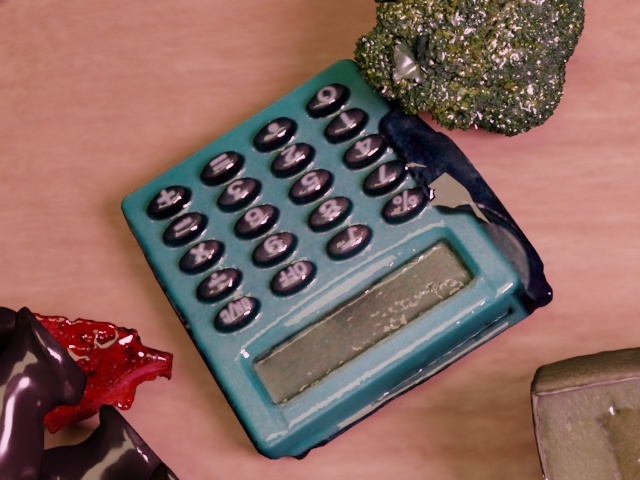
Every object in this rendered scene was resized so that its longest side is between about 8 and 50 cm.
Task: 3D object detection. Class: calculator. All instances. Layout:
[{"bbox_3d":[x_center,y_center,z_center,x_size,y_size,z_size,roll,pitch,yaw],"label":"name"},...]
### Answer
[{"bbox_3d":[0.000,0.000,0.892,0.248,0.058,0.274,-32,63,-3],"label":"calculator"}]

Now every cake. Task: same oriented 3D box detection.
[{"bbox_3d":[0.241,0.193,0.761,0.158,0.172,0.283,-10,98,16],"label":"cake"}]

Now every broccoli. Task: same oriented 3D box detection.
[{"bbox_3d":[0.111,-0.162,0.887,0.156,0.195,0.195,-23,59,42],"label":"broccoli"}]

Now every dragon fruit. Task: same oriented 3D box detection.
[{"bbox_3d":[-0.179,0.108,0.879,0.131,0.097,0.063,9,55,-7],"label":"dragon fruit"}]

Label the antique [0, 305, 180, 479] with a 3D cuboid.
[{"bbox_3d":[-0.203,0.216,0.755,0.255,0.185,0.322,-40,77,-10],"label":"antique"}]
